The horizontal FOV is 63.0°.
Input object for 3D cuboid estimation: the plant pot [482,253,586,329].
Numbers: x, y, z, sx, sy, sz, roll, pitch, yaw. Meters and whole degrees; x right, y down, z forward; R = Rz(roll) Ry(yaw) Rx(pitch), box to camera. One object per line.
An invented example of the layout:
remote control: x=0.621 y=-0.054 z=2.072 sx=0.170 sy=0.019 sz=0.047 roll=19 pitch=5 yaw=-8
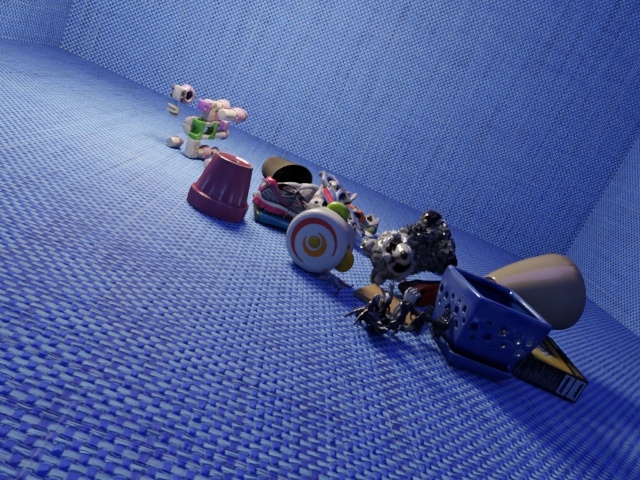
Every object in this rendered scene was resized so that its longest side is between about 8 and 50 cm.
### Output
plant pot: x=0.659 y=0.171 z=1.702 sx=0.273 sy=0.257 sz=0.256 roll=0 pitch=24 yaw=-21

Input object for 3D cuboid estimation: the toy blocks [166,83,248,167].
toy blocks: x=-0.481 y=-0.494 z=2.295 sx=0.308 sy=0.289 sz=0.260 roll=28 pitch=21 yaw=18

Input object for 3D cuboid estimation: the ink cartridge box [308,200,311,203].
ink cartridge box: x=0.026 y=-0.152 z=2.413 sx=0.223 sy=0.045 sz=0.224 roll=28 pitch=15 yaw=10

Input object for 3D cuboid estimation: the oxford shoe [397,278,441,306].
oxford shoe: x=0.375 y=0.168 z=1.797 sx=0.271 sy=0.097 sz=0.098 roll=10 pitch=15 yaw=-45

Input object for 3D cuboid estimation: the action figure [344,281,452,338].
action figure: x=0.199 y=0.180 z=1.359 sx=0.275 sy=0.141 sz=0.164 roll=12 pitch=3 yaw=-30

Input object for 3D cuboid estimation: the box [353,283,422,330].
box: x=0.213 y=0.196 z=1.569 sx=0.201 sy=0.021 sz=0.164 roll=32 pitch=16 yaw=22

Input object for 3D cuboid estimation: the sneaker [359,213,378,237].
sneaker: x=0.217 y=-0.084 z=2.412 sx=0.064 sy=0.086 sz=0.192 roll=18 pitch=16 yaw=-25

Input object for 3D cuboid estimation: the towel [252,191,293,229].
towel: x=-0.081 y=-0.063 z=1.954 sx=0.370 sy=0.040 sz=0.271 roll=22 pitch=15 yaw=-17

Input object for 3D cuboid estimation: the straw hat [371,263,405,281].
straw hat: x=0.267 y=0.091 z=1.945 sx=0.144 sy=0.061 sz=0.144 roll=24 pitch=15 yaw=-7

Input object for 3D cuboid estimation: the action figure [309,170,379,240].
action figure: x=0.086 y=-0.103 z=2.140 sx=0.330 sy=0.178 sz=0.341 roll=8 pitch=49 yaw=-44

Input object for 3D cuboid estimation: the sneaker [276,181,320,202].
sneaker: x=-0.096 y=-0.184 z=2.218 sx=0.105 sy=0.115 sz=0.281 roll=4 pitch=4 yaw=36

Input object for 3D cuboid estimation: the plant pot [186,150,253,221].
plant pot: x=-0.312 y=-0.183 z=1.702 sx=0.201 sy=0.180 sz=0.201 roll=23 pitch=15 yaw=-7

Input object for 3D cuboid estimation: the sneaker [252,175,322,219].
sneaker: x=-0.098 y=-0.139 z=1.884 sx=0.299 sy=0.112 sz=0.121 roll=14 pitch=18 yaw=-44

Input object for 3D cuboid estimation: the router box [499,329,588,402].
router box: x=0.653 y=0.351 z=1.640 sx=0.242 sy=0.081 sz=0.309 roll=24 pitch=14 yaw=-3

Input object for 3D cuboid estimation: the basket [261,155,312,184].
basket: x=-0.174 y=-0.304 z=2.412 sx=0.204 sy=0.154 sz=0.227 roll=-7 pitch=24 yaw=-25

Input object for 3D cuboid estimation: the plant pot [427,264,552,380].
plant pot: x=0.440 y=0.233 z=1.440 sx=0.235 sy=0.212 sz=0.236 roll=21 pitch=15 yaw=-14

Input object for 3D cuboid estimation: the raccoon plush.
raccoon plush: x=0.291 y=0.072 z=1.828 sx=0.446 sy=0.299 sz=0.216 roll=79 pitch=-7 yaw=-70

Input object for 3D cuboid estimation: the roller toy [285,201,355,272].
roller toy: x=0.000 y=0.000 z=1.570 sx=0.191 sy=0.210 sz=0.146 roll=-11 pitch=4 yaw=19

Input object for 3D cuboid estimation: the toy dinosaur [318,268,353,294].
toy dinosaur: x=0.037 y=0.113 z=1.485 sx=0.090 sy=0.047 sz=0.082 roll=-10 pitch=55 yaw=-14
